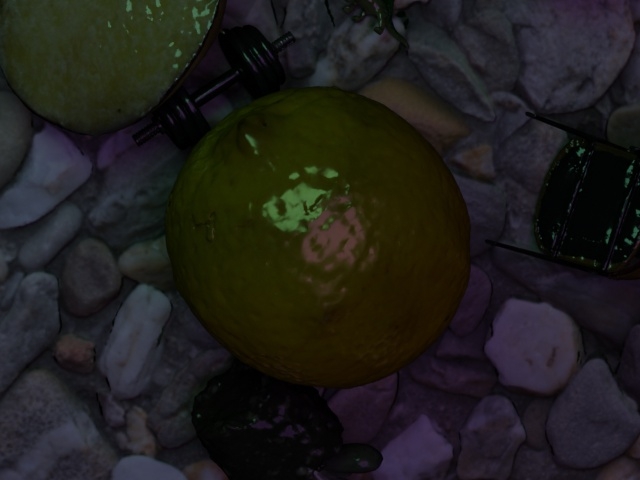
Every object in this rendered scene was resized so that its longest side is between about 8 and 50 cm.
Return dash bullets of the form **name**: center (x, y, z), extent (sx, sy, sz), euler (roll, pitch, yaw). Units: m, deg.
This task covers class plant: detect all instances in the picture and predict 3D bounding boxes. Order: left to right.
- **plant**: center (-0.017, 0.252, 1.706), extent (0.149, 0.146, 0.274), euler (-37, 110, 13)

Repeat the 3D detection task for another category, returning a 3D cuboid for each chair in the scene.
- **chair**: center (0.334, -0.037, 1.755), extent (0.247, 0.172, 0.159), euler (10, 98, -61)

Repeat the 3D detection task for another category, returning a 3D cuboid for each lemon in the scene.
- **lemon**: center (-0.001, -0.001, 1.570), extent (0.336, 0.336, 0.336), euler (-3, 100, -16)

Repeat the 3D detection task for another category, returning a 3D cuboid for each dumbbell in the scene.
- **dumbbell**: center (-0.115, -0.166, 1.623), extent (0.208, 0.099, 0.099), euler (-35, 107, -9)

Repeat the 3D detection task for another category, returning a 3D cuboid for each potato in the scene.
- **potato**: center (-0.210, -0.255, 1.566), extent (0.239, 0.116, 0.299), euler (25, 92, 7)

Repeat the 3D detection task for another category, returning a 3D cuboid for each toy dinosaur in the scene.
- **toy dinosaur**: center (0.068, -0.267, 1.701), extent (0.119, 0.029, 0.060), euler (40, 75, -19)
